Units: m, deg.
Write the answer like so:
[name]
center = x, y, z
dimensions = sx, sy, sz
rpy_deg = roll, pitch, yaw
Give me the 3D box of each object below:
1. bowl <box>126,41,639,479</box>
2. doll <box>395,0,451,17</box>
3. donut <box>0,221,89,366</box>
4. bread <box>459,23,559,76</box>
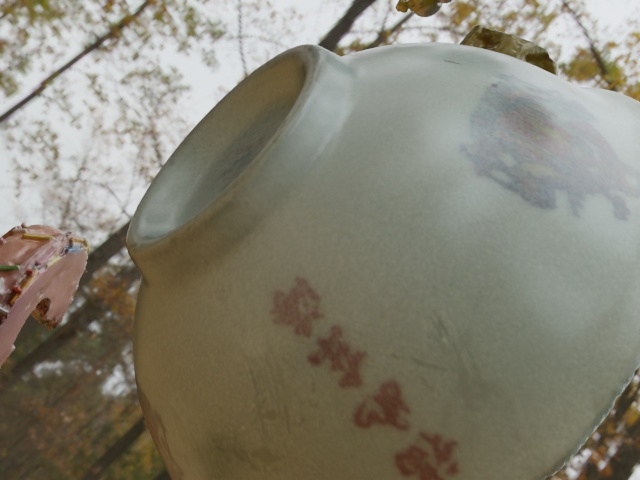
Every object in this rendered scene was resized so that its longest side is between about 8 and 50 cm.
[bowl]
center = 0.000, 0.000, 0.651
dimensions = 0.196, 0.435, 0.435
rpy_deg = 42, -20, -23
[doll]
center = 0.224, -0.473, 1.681
dimensions = 0.086, 0.291, 0.117
rpy_deg = 49, -39, -14
[donut]
center = -0.372, 0.066, 1.180
dimensions = 0.085, 0.233, 0.199
rpy_deg = 32, -60, 5
[bread]
center = 0.278, -0.232, 1.707
dimensions = 0.238, 0.252, 0.196
rpy_deg = 35, -9, 41
